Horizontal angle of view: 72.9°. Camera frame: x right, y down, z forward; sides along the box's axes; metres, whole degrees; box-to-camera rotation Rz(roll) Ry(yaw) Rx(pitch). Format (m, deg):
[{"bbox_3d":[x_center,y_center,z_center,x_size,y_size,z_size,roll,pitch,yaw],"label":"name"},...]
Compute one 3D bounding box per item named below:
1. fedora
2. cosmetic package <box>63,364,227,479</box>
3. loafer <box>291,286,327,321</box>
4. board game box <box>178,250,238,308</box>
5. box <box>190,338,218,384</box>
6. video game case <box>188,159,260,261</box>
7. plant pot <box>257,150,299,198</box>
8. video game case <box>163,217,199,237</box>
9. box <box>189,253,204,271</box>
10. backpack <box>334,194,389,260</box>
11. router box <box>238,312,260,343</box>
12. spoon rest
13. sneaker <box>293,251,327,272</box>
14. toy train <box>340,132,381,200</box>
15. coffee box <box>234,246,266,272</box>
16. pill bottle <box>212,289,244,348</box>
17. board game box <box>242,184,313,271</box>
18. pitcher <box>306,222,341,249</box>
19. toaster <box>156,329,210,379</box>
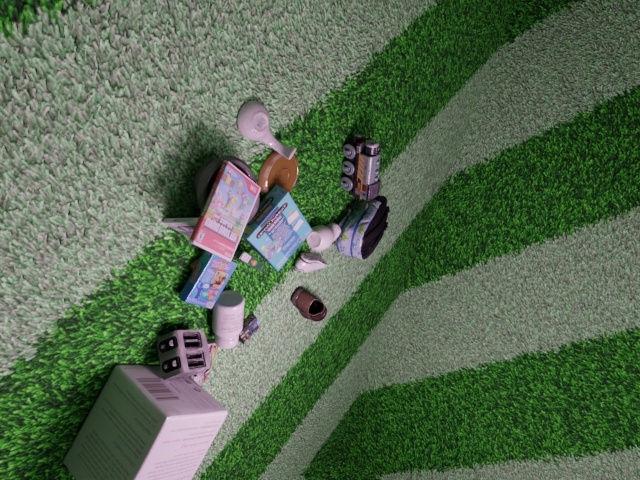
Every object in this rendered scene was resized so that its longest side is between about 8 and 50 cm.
[{"bbox_3d":[-0.347,-0.172,1.519,0.244,0.124,0.276,-52,142,-20],"label":"fedora"},{"bbox_3d":[-0.627,0.710,1.579,0.394,0.329,0.327,-61,150,-2],"label":"cosmetic package"},{"bbox_3d":[-0.040,0.382,2.398,0.134,0.130,0.366,-58,149,-8],"label":"loafer"},{"bbox_3d":[-0.428,0.151,1.668,0.210,0.047,0.160,-59,149,-4],"label":"board game box"},{"bbox_3d":[-0.519,0.533,1.889,0.114,0.036,0.207,7,107,-57],"label":"box"},{"bbox_3d":[-0.309,-0.092,1.440,0.204,0.025,0.286,39,68,-59],"label":"video game case"},{"bbox_3d":[-0.165,-0.268,1.808,0.236,0.032,0.237,-35,139,-37],"label":"plant pot"},{"bbox_3d":[-0.410,-0.032,1.493,0.190,0.173,0.022,42,53,-58],"label":"video game case"},{"bbox_3d":[-0.451,0.121,1.685,0.081,0.028,0.136,-42,146,-31],"label":"box"},{"bbox_3d":[0.225,-0.050,2.372,0.356,0.273,0.290,-71,166,-45],"label":"backpack"},{"bbox_3d":[-0.347,0.418,2.056,0.122,0.038,0.092,-46,145,-26],"label":"router box"},{"bbox_3d":[-0.206,-0.404,1.617,0.276,0.084,0.137,39,78,-45],"label":"spoon rest"},{"bbox_3d":[-0.053,0.122,2.243,0.235,0.090,0.095,14,114,-55],"label":"sneaker"},{"bbox_3d":[0.210,-0.357,2.146,0.142,0.190,0.334,-34,139,-40],"label":"toy train"},{"bbox_3d":[-0.310,0.068,1.771,0.041,0.113,0.184,-59,151,-8],"label":"coffee box"},{"bbox_3d":[-0.393,0.338,1.836,0.131,0.131,0.230,-24,132,-47],"label":"pill bottle"},{"bbox_3d":[-0.187,-0.044,1.868,0.254,0.079,0.336,-50,150,-11],"label":"board game box"},{"bbox_3d":[0.000,0.000,2.193,0.178,0.125,0.207,-58,164,22],"label":"pitcher"},{"bbox_3d":[-0.522,0.440,1.673,0.110,0.168,0.185,-24,159,24],"label":"toaster"}]
